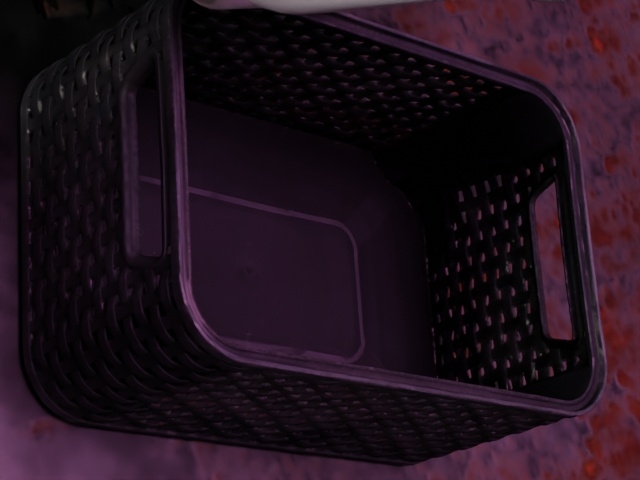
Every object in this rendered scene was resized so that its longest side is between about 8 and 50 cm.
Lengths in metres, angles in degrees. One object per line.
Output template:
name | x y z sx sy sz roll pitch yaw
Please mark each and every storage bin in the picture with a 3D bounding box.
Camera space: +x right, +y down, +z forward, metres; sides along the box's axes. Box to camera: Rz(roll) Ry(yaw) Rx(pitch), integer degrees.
storage bin | 0.000 0.000 0.572 0.180 0.084 0.122 13 64 -40

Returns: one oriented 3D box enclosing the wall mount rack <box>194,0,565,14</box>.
wall mount rack | 0.034 -0.125 0.522 0.304 0.130 0.350 39 23 16
